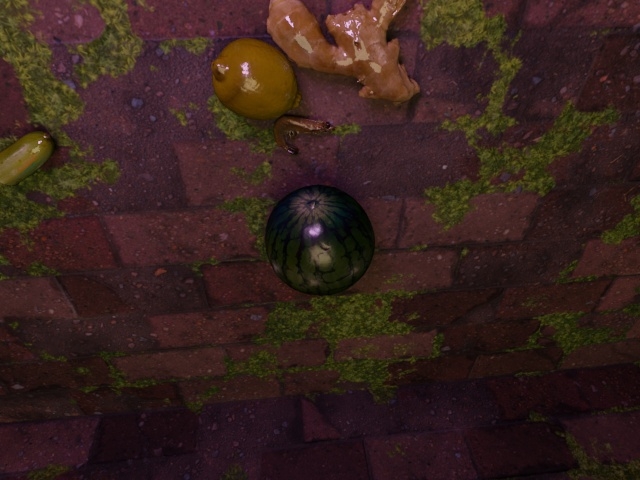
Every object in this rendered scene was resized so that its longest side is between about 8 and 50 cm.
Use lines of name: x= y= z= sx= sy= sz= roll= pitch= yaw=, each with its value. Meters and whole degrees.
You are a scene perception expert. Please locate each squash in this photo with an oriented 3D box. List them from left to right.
squash: x=-0.795 y=-0.228 z=1.132 sx=0.188 sy=0.095 sz=0.095 roll=-26 pitch=129 yaw=14

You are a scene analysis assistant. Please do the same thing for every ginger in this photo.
ginger: x=0.082 y=-0.464 z=1.026 sx=0.363 sy=0.122 sz=0.348 roll=-23 pitch=122 yaw=-1

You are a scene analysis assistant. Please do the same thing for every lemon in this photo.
lemon: x=-0.153 y=-0.387 z=1.022 sx=0.248 sy=0.184 sz=0.184 roll=12 pitch=130 yaw=-39

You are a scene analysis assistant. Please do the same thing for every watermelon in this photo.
watermelon: x=0.000 y=0.000 z=1.284 sx=0.363 sy=0.363 sz=0.363 roll=-4 pitch=131 yaw=-4

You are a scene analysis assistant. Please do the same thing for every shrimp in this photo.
shrimp: x=-0.049 y=-0.299 z=1.209 sx=0.178 sy=0.034 sz=0.124 roll=3 pitch=133 yaw=-9
